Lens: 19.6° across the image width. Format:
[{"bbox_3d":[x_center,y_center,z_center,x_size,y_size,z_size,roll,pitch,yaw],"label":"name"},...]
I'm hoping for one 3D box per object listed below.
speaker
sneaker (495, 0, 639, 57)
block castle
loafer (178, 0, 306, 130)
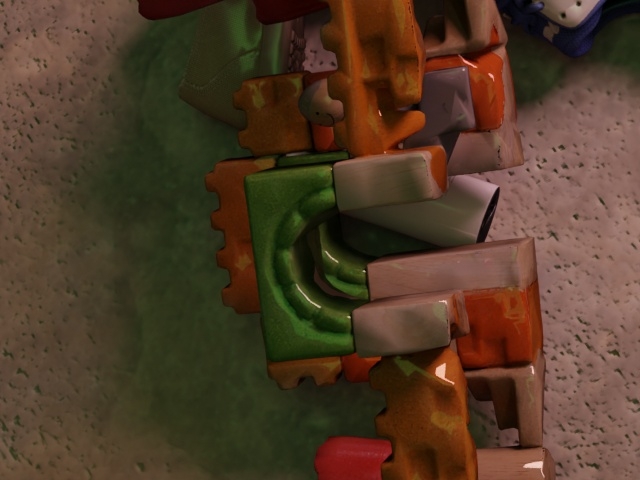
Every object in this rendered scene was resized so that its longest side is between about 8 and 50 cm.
[{"bbox_3d":[0.056,-0.033,1.298,0.136,0.055,0.055,18,84,12],"label":"speaker"},{"bbox_3d":[0.145,-0.194,1.282,0.296,0.112,0.131,-1,81,10],"label":"sneaker"},{"bbox_3d":[0.000,0.000,1.132,0.213,0.303,0.453,-7,95,17],"label":"block castle"},{"bbox_3d":[-0.054,-0.208,1.322,0.092,0.102,0.268,4,82,4],"label":"loafer"}]
